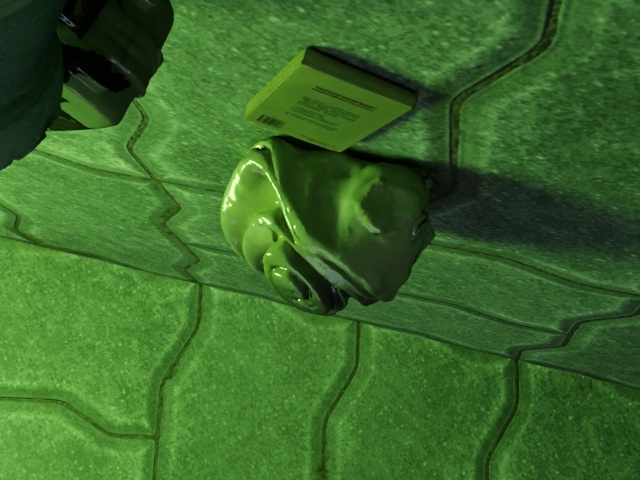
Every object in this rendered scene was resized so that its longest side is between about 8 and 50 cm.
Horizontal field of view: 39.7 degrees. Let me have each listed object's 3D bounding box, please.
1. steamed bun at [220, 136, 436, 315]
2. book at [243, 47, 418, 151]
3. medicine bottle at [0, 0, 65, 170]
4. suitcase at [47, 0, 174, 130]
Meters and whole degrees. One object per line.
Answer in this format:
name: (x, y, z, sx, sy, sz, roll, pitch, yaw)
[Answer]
steamed bun: (0.000, 0.000, 1.426, 0.346, 0.237, 0.394, 25, 162, -36)
book: (0.005, -0.179, 1.173, 0.161, 0.026, 0.231, 18, 165, -20)
medicine bottle: (-0.274, -0.195, 0.555, 0.245, 0.245, 0.290, 14, 141, -1)
suitcase: (-0.358, -0.259, 0.874, 0.339, 0.194, 0.351, 4, 154, 43)
